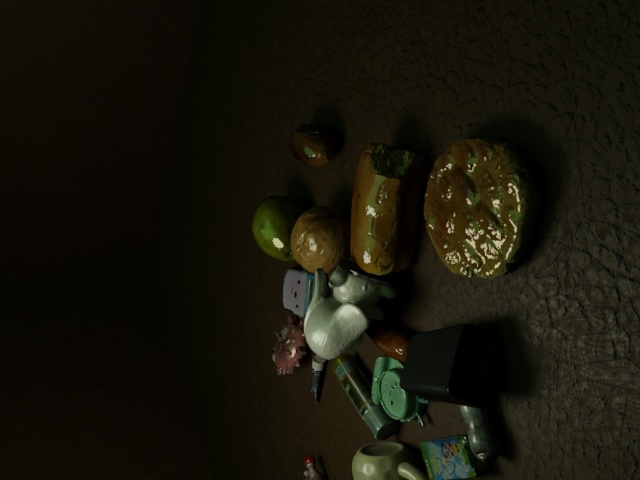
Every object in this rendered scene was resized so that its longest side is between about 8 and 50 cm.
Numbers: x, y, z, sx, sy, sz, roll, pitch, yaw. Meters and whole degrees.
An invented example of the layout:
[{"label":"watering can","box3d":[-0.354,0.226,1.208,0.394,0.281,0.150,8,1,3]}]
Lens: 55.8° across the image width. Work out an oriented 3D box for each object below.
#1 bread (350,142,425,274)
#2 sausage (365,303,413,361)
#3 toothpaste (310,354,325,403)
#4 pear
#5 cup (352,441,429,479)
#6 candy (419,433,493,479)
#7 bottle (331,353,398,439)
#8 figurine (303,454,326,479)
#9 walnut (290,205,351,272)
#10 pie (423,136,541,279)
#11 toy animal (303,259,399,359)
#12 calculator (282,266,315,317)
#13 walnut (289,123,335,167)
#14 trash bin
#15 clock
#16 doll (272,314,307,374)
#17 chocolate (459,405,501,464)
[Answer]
[{"label":"bread","box3d":[0.163,-0.086,1.609,0.195,0.148,0.344,29,118,57]},{"label":"sausage","box3d":[0.178,0.251,1.706,0.302,0.076,0.103,46,133,50]},{"label":"toothpaste","box3d":[-0.015,0.488,2.144,0.071,0.045,0.194,-120,30,-52]},{"label":"pear","box3d":[-0.137,-0.044,2.116,0.212,0.212,0.269,115,147,-42]},{"label":"cup","box3d":[0.189,0.672,1.624,0.255,0.173,0.202,170,94,-77]},{"label":"candy","box3d":[0.328,0.531,1.484,0.194,0.062,0.097,-40,60,56]},{"label":"bottle","box3d":[0.131,0.467,1.821,0.286,0.082,0.082,52,137,46]},{"label":"figurine","box3d":[-0.034,0.913,2.111,0.176,0.186,0.288,-40,38,28]},{"label":"walnut","box3d":[0.000,0.000,1.885,0.222,0.195,0.195,-55,47,39]},{"label":"pie","box3d":[0.349,-0.074,1.345,0.339,0.083,0.340,24,117,59]},{"label":"toy animal","box3d":[0.067,0.187,1.665,0.249,0.174,0.290,-3,74,55]},{"label":"calculator","box3d":[-0.057,0.186,2.146,0.293,0.051,0.173,5,89,61]},{"label":"walnut","box3d":[-0.026,-0.306,1.948,0.245,0.137,0.137,-142,53,-63]},{"label":"trash bin","box3d":[0.296,0.293,1.414,0.225,0.115,0.165,-27,41,65]},{"label":"clock","box3d":[0.223,0.420,1.662,0.211,0.065,0.160,31,122,56]},{"label":"doll","box3d":[-0.105,0.379,2.227,0.262,0.093,0.211,-63,32,17]},{"label":"chocolate","box3d":[0.366,0.426,1.388,0.072,0.072,0.167,-45,54,55]}]
